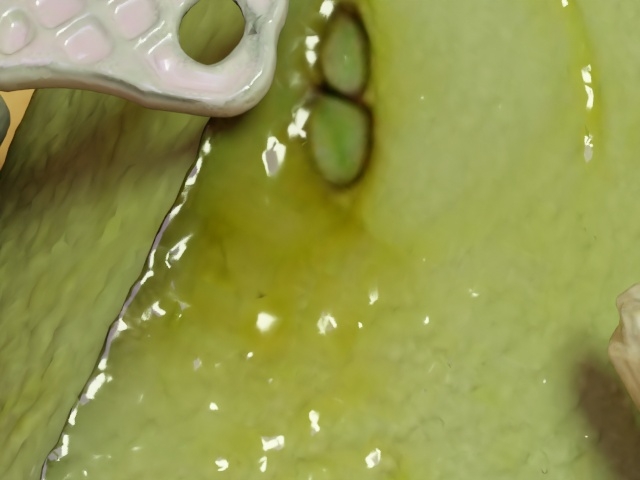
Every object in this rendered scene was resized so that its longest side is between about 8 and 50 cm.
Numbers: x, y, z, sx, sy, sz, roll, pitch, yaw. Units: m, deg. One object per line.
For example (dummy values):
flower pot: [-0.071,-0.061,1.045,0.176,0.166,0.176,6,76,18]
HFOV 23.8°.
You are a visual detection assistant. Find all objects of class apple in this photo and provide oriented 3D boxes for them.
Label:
apple: [0.000,0.000,0.440,0.254,0.179,0.346,15,75,24]

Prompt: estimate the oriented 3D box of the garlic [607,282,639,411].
garlic: [0.130,0.112,0.376,0.199,0.199,0.226,-35,85,0]

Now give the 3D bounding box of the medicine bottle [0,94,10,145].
medicine bottle: [-0.231,0.034,0.474,0.165,0.165,0.273,27,80,14]

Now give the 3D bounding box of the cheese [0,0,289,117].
cheese: [-0.120,-0.063,0.374,0.227,0.064,0.137,9,74,9]
